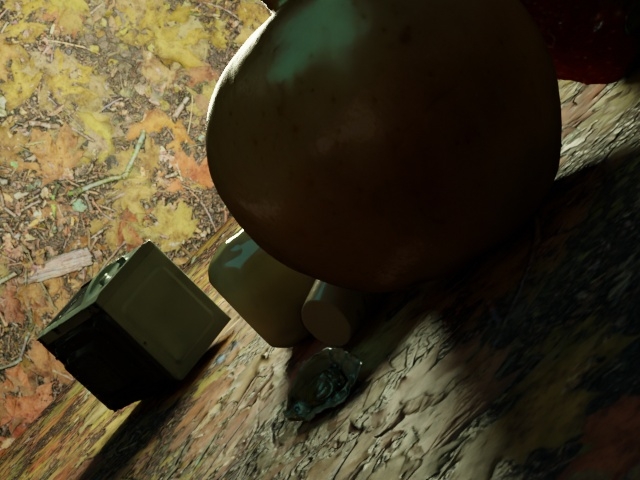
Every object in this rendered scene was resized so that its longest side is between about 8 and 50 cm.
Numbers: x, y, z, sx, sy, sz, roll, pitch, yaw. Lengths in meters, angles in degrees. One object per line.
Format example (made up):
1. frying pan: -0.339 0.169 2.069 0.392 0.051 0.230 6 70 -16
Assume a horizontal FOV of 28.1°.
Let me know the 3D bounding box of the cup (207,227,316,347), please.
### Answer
1. cup: -0.042 0.027 1.783 0.202 0.173 0.255 -44 10 -3

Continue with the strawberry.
1. strawberry: 0.284 -0.322 1.543 0.276 0.257 0.257 12 43 27

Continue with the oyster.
1. oyster: 0.008 0.167 1.423 0.100 0.037 0.098 16 78 56

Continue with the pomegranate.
1. pomegranate: 0.059 -0.141 1.389 0.411 0.411 0.411 -43 9 9

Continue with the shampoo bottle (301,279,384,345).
1. shampoo bottle: 0.063 0.016 1.600 0.078 0.127 0.257 11 48 25

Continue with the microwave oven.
1. microwave oven: -0.341 0.165 2.277 0.295 0.237 0.181 -29 18 53
